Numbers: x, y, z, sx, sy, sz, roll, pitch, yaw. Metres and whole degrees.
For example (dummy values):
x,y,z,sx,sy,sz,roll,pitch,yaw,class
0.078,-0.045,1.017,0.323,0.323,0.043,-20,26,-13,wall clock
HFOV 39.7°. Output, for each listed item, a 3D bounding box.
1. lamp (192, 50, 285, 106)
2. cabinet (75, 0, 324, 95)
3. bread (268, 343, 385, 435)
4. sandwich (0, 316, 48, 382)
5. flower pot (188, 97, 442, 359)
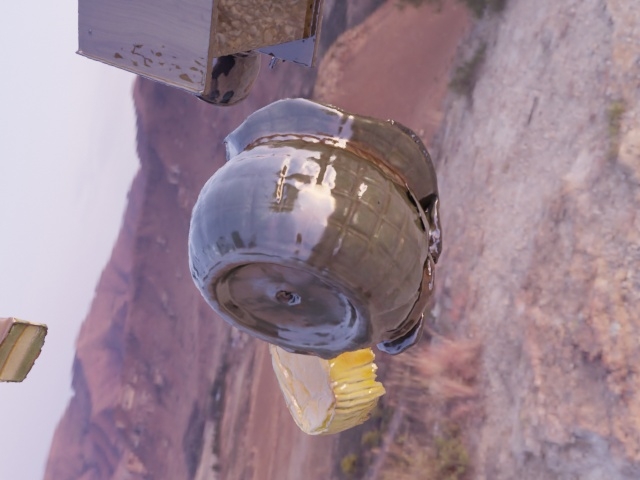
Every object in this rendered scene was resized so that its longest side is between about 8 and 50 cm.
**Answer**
x,y,z,sx,sy,sz,roll,pitch,yaw,class
-0.108,-0.313,1.301,0.227,0.172,0.147,-38,10,49,lamp
-0.095,-0.253,0.737,0.175,0.148,0.215,-31,-45,-53,cabinet
0.011,0.219,1.602,0.179,0.133,0.250,-49,58,41,bread
-0.516,0.135,1.423,0.163,0.079,0.113,41,103,38,sandwich
0.000,0.000,1.033,0.301,0.302,0.213,117,171,-58,flower pot
